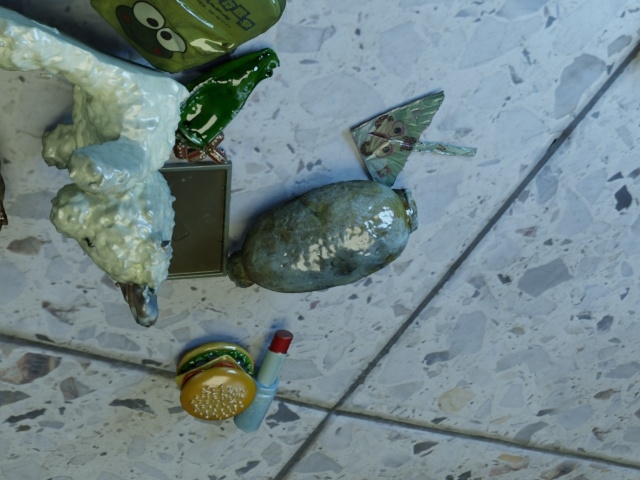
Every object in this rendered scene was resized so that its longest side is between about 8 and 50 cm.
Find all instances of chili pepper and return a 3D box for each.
[{"bbox_3d":[-0.154,-0.217,1.345,0.216,0.062,0.108,-29,139,8],"label":"chili pepper"}]

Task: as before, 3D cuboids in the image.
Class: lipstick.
[{"bbox_3d":[-0.110,0.275,1.784,0.061,0.068,0.274,10,128,-17],"label":"lipstick"}]

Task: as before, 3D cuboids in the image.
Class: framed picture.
[{"bbox_3d":[-0.244,-0.027,1.513,0.184,0.016,0.250,-5,131,-13],"label":"framed picture"}]

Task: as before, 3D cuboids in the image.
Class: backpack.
[{"bbox_3d":[-0.163,-0.328,1.154,0.253,0.140,0.207,-10,143,37],"label":"backpack"}]

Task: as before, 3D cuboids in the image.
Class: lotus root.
[{"bbox_3d":[0.000,0.001,1.517,0.350,0.175,0.175,-21,133,4],"label":"lotus root"}]

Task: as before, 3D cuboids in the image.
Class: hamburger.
[{"bbox_3d":[-0.200,0.270,1.720,0.162,0.115,0.162,-8,131,-9],"label":"hamburger"}]

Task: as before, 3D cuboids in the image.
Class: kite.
[{"bbox_3d":[0.159,-0.162,1.523,0.250,0.012,0.229,8,130,-24],"label":"kite"}]

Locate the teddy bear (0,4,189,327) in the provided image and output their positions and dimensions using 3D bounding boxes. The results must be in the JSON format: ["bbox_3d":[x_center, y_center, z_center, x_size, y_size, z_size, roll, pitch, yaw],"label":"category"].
[{"bbox_3d":[-0.341,-0.089,1.217,0.375,0.327,0.362,17,100,-33],"label":"teddy bear"}]

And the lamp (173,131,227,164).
[{"bbox_3d":[-0.191,-0.145,1.417,0.083,0.031,0.063,-8,131,-6],"label":"lamp"}]

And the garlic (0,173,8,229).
[{"bbox_3d":[-0.578,-0.065,1.284,0.245,0.161,0.244,-19,119,-39],"label":"garlic"}]
